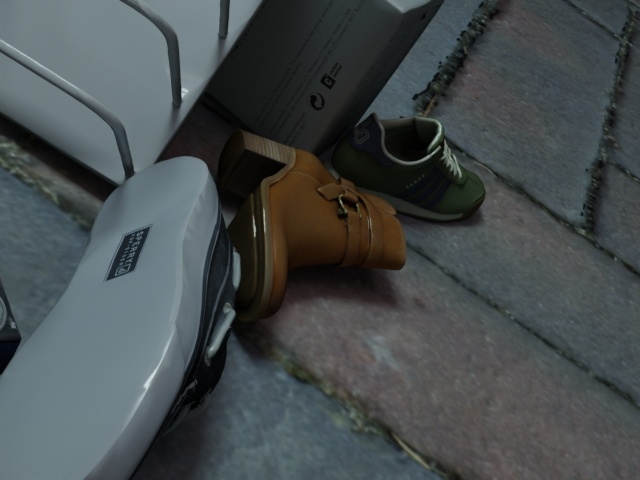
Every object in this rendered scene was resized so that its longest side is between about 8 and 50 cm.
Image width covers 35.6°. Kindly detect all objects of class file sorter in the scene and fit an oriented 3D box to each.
[{"bbox_3d":[-0.137,-0.209,0.677,0.193,0.173,0.277,32,79,-1],"label":"file sorter"}]

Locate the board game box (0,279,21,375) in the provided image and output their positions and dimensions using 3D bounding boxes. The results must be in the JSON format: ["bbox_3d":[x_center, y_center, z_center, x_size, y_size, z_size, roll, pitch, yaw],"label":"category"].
[{"bbox_3d":[-0.289,-0.021,0.571,0.165,0.042,0.243,-2,50,-41],"label":"board game box"}]

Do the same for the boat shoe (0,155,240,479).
[{"bbox_3d":[-0.102,0.065,0.579,0.301,0.108,0.102,-86,154,-58],"label":"boat shoe"}]

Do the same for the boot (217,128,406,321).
[{"bbox_3d":[0.000,0.000,0.768,0.152,0.073,0.197,23,39,-25],"label":"boot"}]

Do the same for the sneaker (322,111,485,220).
[{"bbox_3d":[0.096,-0.071,0.914,0.192,0.086,0.064,6,45,-36],"label":"sneaker"}]

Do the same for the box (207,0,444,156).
[{"bbox_3d":[-0.019,-0.197,0.882,0.182,0.181,0.119,40,35,5],"label":"box"}]
